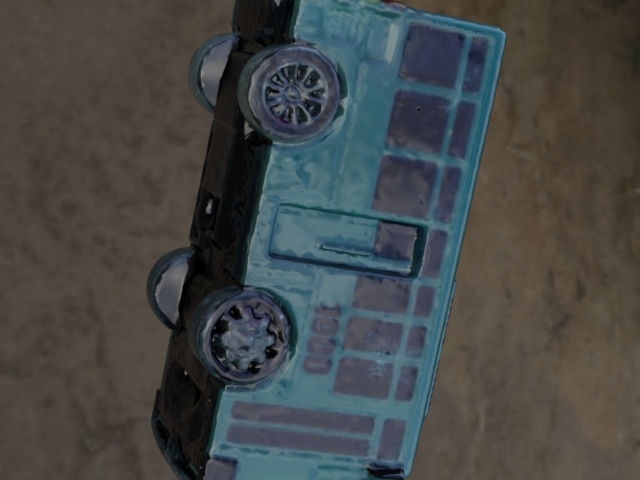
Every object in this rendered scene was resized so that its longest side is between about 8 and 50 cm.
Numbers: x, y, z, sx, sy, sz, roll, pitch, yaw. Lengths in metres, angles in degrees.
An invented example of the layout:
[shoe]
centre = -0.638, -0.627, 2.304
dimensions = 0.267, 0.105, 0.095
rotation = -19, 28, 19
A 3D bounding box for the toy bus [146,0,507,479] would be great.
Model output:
[toy bus]
centre = 0.000, 0.000, 0.454
dimensions = 0.092, 0.079, 0.160
rotation = 9, 97, -20
